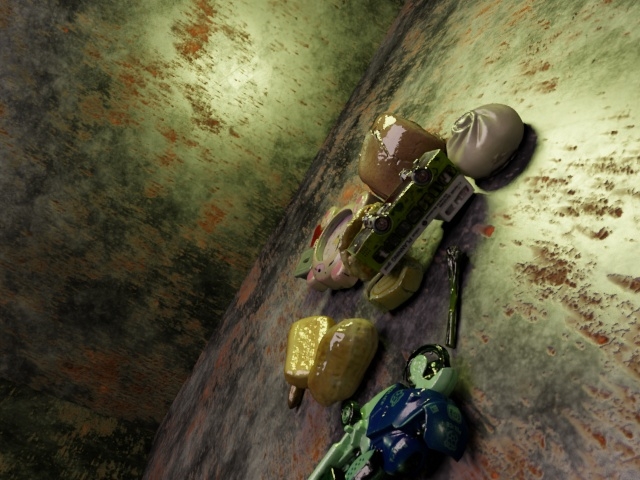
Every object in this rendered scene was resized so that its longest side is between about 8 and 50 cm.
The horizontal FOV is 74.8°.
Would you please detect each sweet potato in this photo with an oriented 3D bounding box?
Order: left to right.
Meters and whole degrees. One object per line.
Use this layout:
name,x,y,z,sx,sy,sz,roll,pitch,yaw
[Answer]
sweet potato,-0.062,0.402,1.231,0.053,0.054,0.182,134,158,-68

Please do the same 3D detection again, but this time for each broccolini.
broccolini,0.255,0.104,0.810,0.042,0.044,0.218,-19,47,45

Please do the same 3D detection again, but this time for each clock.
clock,0.075,0.011,1.353,0.284,0.114,0.309,-19,44,58

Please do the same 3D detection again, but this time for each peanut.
peanut,0.046,0.277,0.971,0.224,0.129,0.129,-60,15,-6

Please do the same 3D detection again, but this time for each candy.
candy,-0.001,0.000,1.733,0.086,0.059,0.292,-48,19,41

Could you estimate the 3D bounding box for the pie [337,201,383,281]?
pie,0.131,0.004,1.084,0.084,0.179,0.205,15,80,43

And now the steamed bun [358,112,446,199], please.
steamed bun,0.214,-0.256,1.246,0.251,0.199,0.301,-57,17,16

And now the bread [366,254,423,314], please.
bread,0.177,0.101,0.983,0.156,0.064,0.117,-42,18,33

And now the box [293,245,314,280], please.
box,-0.015,0.093,1.550,0.172,0.093,0.123,-26,37,63

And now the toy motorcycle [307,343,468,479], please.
toy motorcycle,0.120,0.326,0.684,0.331,0.125,0.196,-54,16,9

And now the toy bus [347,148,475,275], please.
toy bus,0.200,-0.056,0.959,0.301,0.139,0.113,-50,10,0

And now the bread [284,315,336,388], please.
bread,-0.020,0.308,1.150,0.148,0.098,0.217,-14,37,19

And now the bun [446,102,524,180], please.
bun,0.350,-0.230,0.929,0.172,0.120,0.172,-52,17,22
